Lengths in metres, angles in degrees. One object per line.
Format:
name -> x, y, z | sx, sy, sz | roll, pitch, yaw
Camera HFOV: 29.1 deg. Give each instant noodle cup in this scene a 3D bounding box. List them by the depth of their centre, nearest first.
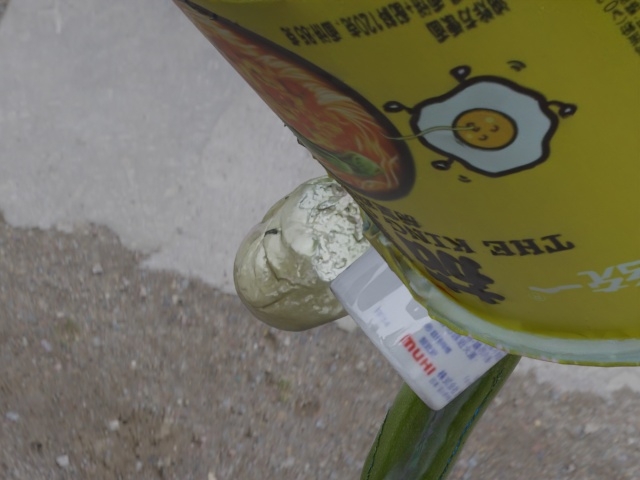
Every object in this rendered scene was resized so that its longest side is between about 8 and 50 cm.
instant noodle cup -> 0.085, -0.138, 0.494 | 0.326, 0.254, 0.325 | -17, 57, 29

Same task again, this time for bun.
bun -> 0.000, 0.000, 1.291 | 0.116, 0.237, 0.210 | 58, 40, -19

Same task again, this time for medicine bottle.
medicine bottle -> 0.175, -0.027, 0.932 | 0.341, 0.130, 0.130 | -40, 76, 1

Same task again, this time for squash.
squash -> 0.127, 0.130, 1.141 | 0.087, 0.087, 0.331 | 32, 102, 7
